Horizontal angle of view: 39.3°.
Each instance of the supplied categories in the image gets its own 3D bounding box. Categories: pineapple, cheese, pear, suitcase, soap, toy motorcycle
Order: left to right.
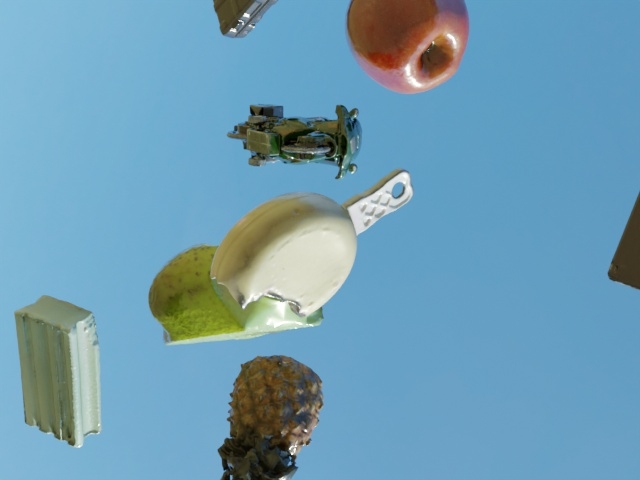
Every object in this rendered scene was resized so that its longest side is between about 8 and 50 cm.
[{"bbox_3d":[-0.376,0.188,1.296,0.115,0.063,0.198,17,-63,26],"label":"soap"},{"bbox_3d":[-0.170,0.085,1.545,0.286,0.282,0.176,-20,-103,54],"label":"pear"},{"bbox_3d":[-0.134,-0.567,1.822,0.285,0.066,0.206,-35,-114,46],"label":"suitcase"},{"bbox_3d":[-0.077,0.269,1.125,0.128,0.128,0.248,-19,-141,37],"label":"pineapple"},{"bbox_3d":[-0.036,-0.175,1.524,0.275,0.187,0.124,20,-67,52],"label":"toy motorcycle"},{"bbox_3d":[-0.004,-0.015,1.030,0.249,0.163,0.071,-47,-134,-3],"label":"cheese"}]

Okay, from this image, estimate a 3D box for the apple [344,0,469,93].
[{"bbox_3d":[0.152,-0.375,1.582,0.218,0.218,0.201,-54,-132,17],"label":"apple"}]

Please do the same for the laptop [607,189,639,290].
[{"bbox_3d":[0.423,-0.016,1.032,0.129,0.016,0.180,21,-95,18],"label":"laptop"}]
